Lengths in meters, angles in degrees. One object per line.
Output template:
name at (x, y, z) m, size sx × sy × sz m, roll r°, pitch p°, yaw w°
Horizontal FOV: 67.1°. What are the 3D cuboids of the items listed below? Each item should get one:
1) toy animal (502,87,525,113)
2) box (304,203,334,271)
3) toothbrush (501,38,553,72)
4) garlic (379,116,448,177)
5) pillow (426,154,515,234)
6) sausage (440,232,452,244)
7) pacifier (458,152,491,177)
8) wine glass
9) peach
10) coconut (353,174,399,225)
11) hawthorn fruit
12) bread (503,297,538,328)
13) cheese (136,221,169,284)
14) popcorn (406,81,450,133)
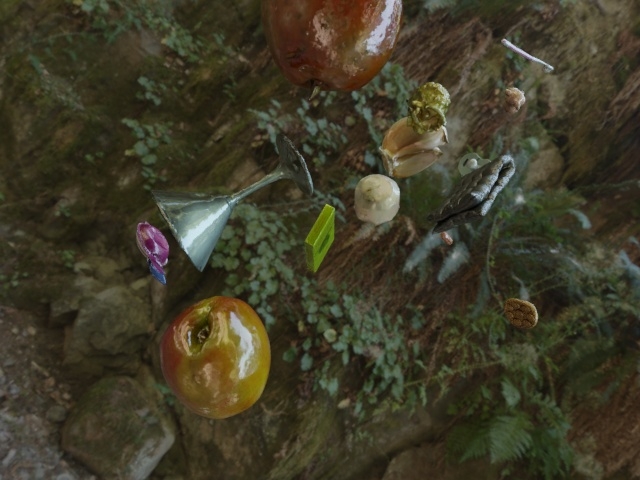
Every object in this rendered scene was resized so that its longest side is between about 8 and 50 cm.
toy animal at (0.770, -0.553, 1.926) m, size 0.083 × 0.089 × 0.150 m, roll 26°, pitch -2°, yaw 19°
box at (0.000, 0.000, 2.030) m, size 0.047 × 0.187 × 0.335 m, roll 25°, pitch -19°, yaw 11°
toothbrush at (0.693, -0.614, 1.614) m, size 0.286 × 0.025 × 0.020 m, roll 9°, pitch 43°, yaw -34°
garlic at (0.425, -0.430, 2.248) m, size 0.249 × 0.312 × 0.286 m, roll -111°, pitch 176°, yaw -67°
pillow at (0.527, -0.161, 1.670) m, size 0.101 × 0.326 × 0.228 m, roll 53°, pitch -35°, yaw -7°
sausage at (0.580, -0.010, 2.220) m, size 0.083 × 0.034 × 0.034 m, roll 39°, pitch 1°, yaw -40°
pacifier at (0.641, -0.306, 2.027) m, size 0.150 × 0.127 × 0.116 m, roll 44°, pitch 17°, yaw 28°
wine glass at (-0.240, -0.124, 1.373) m, size 0.267 × 0.405 × 0.267 m, roll 53°, pitch -13°, yaw 19°
peach at (-0.268, 0.316, 1.301) m, size 0.308 × 0.307 × 0.333 m, roll 42°, pitch -16°, yaw 44°
coconut at (0.193, -0.133, 1.683) m, size 0.171 × 0.170 × 0.183 m, roll 44°, pitch -19°, yaw 25°
hawthorn fruit at (0.017, -0.578, 1.321) m, size 0.403 × 0.403 × 0.403 m, roll 46°, pitch -5°, yaw 5°
bread at (0.616, 0.224, 1.486) m, size 0.110 × 0.024 × 0.110 m, roll 34°, pitch -40°, yaw 35°
cheese at (-0.519, 0.036, 1.498) m, size 0.155 × 0.062 × 0.244 m, roll 56°, pitch 7°, yaw -50°
popcorn at (0.446, -0.550, 2.019) m, size 0.169 × 0.189 × 0.218 m, roll 19°, pitch -35°, yaw -7°
